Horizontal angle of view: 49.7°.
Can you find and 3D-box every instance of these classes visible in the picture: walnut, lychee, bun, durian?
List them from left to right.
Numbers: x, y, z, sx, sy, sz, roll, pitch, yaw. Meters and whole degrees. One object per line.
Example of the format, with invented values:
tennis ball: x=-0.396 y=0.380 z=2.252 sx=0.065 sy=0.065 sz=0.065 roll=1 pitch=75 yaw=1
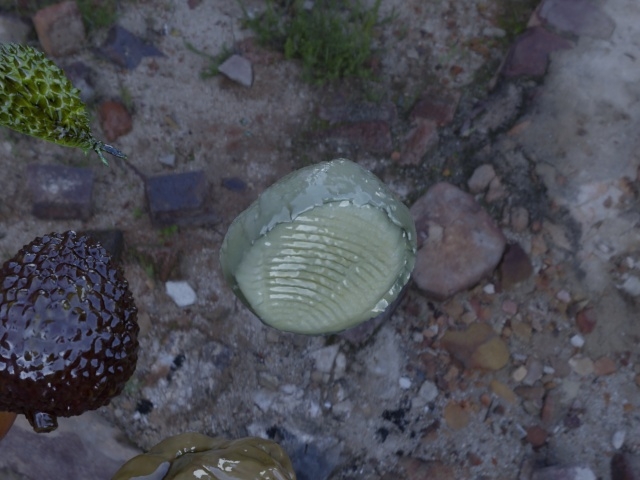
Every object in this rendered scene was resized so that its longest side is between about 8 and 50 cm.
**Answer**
durian: x=-0.308 y=-0.150 z=0.746 sx=0.215 sy=0.100 sz=0.086 roll=32 pitch=81 yaw=14
lychee: x=-0.359 y=0.119 z=0.932 sx=0.235 sy=0.236 sz=0.271 roll=2 pitch=64 yaw=-3
walnut: x=-0.109 y=0.324 z=0.693 sx=0.224 sy=0.257 sz=0.257 roll=7 pitch=50 yaw=41
bun: x=0.000 y=0.000 z=0.916 sx=0.259 sy=0.259 sz=0.152 roll=-9 pitch=40 yaw=-10

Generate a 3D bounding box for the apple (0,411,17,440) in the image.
apple: x=-0.565 y=0.215 z=1.001 sx=0.206 sy=0.272 sz=0.252 roll=7 pitch=56 yaw=25
